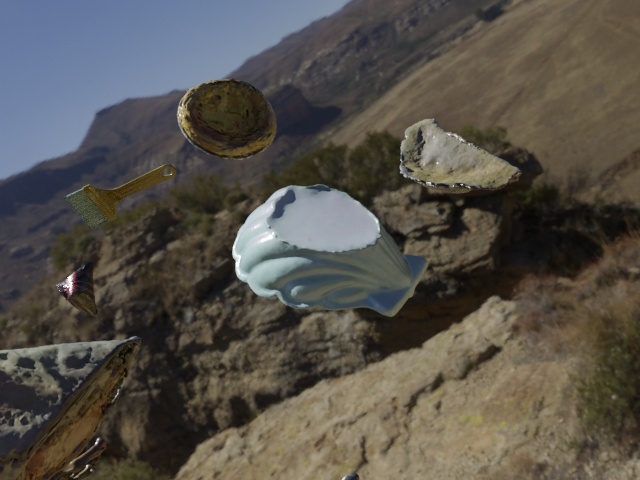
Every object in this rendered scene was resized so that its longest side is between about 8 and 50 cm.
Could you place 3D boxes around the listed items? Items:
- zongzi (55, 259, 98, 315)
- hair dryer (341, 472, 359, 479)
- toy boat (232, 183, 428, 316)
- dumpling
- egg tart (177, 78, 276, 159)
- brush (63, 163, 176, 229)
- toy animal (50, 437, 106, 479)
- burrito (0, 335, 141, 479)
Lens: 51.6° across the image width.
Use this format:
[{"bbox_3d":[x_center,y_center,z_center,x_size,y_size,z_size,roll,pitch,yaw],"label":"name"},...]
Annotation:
[{"bbox_3d":[-0.398,0.078,1.066,0.073,0.067,0.083,-19,54,15],"label":"zongzi"},{"bbox_3d":[0.080,0.594,1.400,0.320,0.156,0.284,25,37,26],"label":"hair dryer"},{"bbox_3d":[0.000,0.000,0.913,0.290,0.100,0.199,22,57,26],"label":"toy boat"},{"bbox_3d":[0.250,-0.143,1.344,0.166,0.086,0.332,-33,35,-7],"label":"dumpling"},{"bbox_3d":[-0.217,-0.273,1.541,0.234,0.234,0.094,-42,-13,-34],"label":"egg tart"},{"bbox_3d":[-0.350,-0.089,1.190,0.205,0.083,0.011,-24,36,9],"label":"brush"},{"bbox_3d":[-0.477,0.391,1.068,0.275,0.054,0.149,-30,28,-18],"label":"toy animal"},{"bbox_3d":[-0.359,0.188,0.682,0.347,0.175,0.107,-1,-37,-20],"label":"burrito"}]
